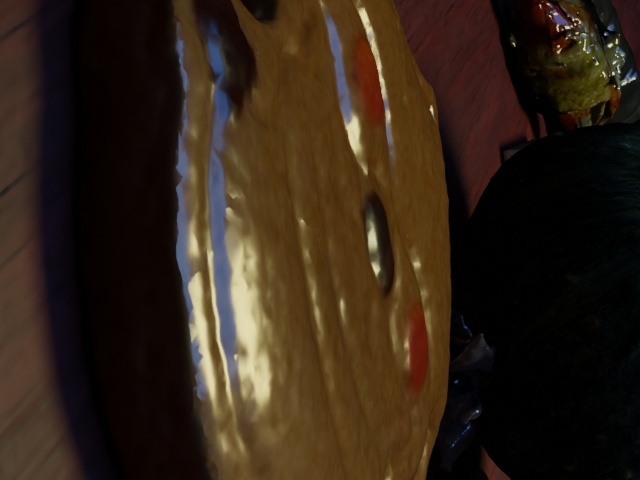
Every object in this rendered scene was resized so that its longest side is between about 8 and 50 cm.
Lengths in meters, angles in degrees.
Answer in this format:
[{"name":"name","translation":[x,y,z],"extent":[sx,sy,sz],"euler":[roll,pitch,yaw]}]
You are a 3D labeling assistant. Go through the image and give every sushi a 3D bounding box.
[{"name":"sushi","translation":[0.240,-0.179,1.499],"extent":[0.226,0.097,0.103],"euler":[53,41,-52]}]

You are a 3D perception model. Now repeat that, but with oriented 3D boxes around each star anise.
[{"name":"star anise","translation":[0.089,0.101,1.060],"extent":[0.124,0.056,0.129],"euler":[-102,-164,-70]}]

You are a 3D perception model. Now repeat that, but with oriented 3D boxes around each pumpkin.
[{"name":"pumpkin","translation":[0.194,0.060,1.122],"extent":[0.197,0.263,0.293],"euler":[2,61,-30]}]

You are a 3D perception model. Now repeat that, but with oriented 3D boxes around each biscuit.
[{"name":"biscuit","translation":[0.001,0.000,0.822],"extent":[0.455,0.078,0.350],"euler":[-51,136,-64]}]

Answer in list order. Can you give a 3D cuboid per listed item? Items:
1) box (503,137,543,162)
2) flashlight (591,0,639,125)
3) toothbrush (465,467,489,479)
[{"name":"box","translation":[0.214,0.028,1.472],"extent":[0.139,0.035,0.245],"euler":[-21,104,-71]},{"name":"flashlight","translation":[0.264,-0.230,1.590],"extent":[0.424,0.103,0.103],"euler":[58,32,-52]},{"name":"toothbrush","translation":[0.081,0.205,1.056],"extent":[0.304,0.030,0.030],"euler":[-27,110,-73]}]
